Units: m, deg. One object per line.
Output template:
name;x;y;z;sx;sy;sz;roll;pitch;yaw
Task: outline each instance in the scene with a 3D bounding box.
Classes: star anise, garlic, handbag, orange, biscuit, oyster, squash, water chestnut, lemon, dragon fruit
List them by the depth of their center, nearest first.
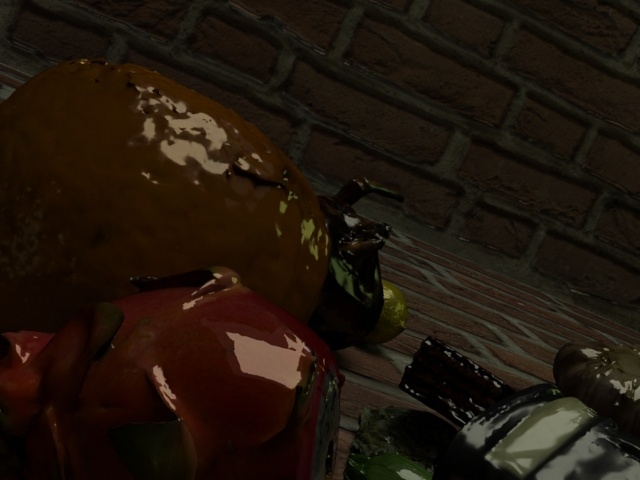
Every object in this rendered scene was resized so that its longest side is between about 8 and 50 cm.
handbag;0.134;0.221;0.600;0.181;0.255;0.181;33;29;31
dragon fruit;-0.096;0.128;0.654;0.227;0.224;0.224;-5;0;16
orange;-0.167;0.009;0.903;0.340;0.293;0.340;30;-7;4
squash;0.115;0.262;0.921;0.219;0.068;0.077;28;14;22
oyster;0.096;0.234;1.091;0.124;0.064;0.177;11;19;-3
biscuit;0.206;0.207;1.207;0.107;0.073;0.388;30;-4;29
water chestnut;0.004;0.042;1.411;0.238;0.224;0.223;-19;-15;28
lemon;0.082;0.113;1.594;0.133;0.109;0.109;24;6;40
star anise;0.008;0.008;1.640;0.148;0.346;0.237;59;-18;-12
garlic;0.519;0.276;1.743;0.244;0.161;0.245;12;28;-7
